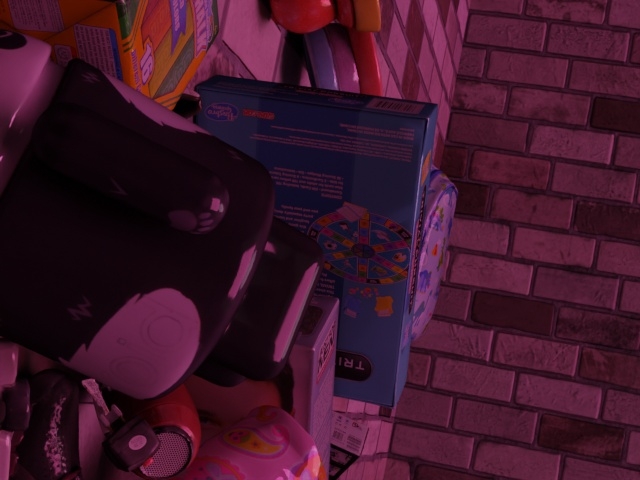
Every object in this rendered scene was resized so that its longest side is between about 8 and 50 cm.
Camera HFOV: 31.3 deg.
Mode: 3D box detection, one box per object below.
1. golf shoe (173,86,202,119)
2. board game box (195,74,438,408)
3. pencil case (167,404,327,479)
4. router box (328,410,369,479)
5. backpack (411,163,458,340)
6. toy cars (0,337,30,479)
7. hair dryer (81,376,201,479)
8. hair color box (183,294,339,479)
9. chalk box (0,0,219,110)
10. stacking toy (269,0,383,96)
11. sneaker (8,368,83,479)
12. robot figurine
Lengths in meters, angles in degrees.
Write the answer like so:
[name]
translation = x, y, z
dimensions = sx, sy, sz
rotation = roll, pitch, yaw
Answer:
[golf shoe]
translation = -0.159, -0.083, 0.970
dimensions = 0.069, 0.086, 0.176
rotation = 87, 19, -50
[board game box]
translation = -0.016, 0.000, 1.277
dimensions = 0.079, 0.253, 0.336
rotation = -51, 149, -67
[pencil case]
translation = -0.124, 0.274, 1.082
dimensions = 0.284, 0.124, 0.124
rotation = -34, 140, -33
[router box]
translation = -0.048, 0.234, 1.396
dimensions = 0.133, 0.178, 0.046
rotation = -56, -170, 52
[backpack]
translation = 0.094, 0.028, 1.879
dimensions = 0.290, 0.273, 0.356
rotation = 37, 50, -68
[toy cars]
translation = -0.195, 0.215, 0.792
dimensions = 0.394, 0.176, 0.087
rotation = 57, -4, -26
[hair dryer]
translation = -0.162, 0.094, 0.970
dimensions = 0.293, 0.080, 0.224
rotation = 110, -39, -73
[hair color box]
translation = -0.088, 0.235, 1.279
dimensions = 0.114, 0.185, 0.375
rotation = -58, 154, -61
[chalk box]
translation = -0.153, -0.181, 0.817
dimensions = 0.132, 0.132, 0.213
rotation = 87, 17, -44
[stacking toy]
translation = -0.009, -0.328, 1.519
dimensions = 0.309, 0.130, 0.280
rotation = 81, -4, -62
[sneaker]
translation = -0.183, 0.252, 0.927
dimensions = 0.106, 0.162, 0.282
rotation = -11, 110, -77
[robot figurine]
translation = -0.138, -0.013, 0.701
dimensions = 0.209, 0.278, 0.174
rotation = -51, -160, 28
